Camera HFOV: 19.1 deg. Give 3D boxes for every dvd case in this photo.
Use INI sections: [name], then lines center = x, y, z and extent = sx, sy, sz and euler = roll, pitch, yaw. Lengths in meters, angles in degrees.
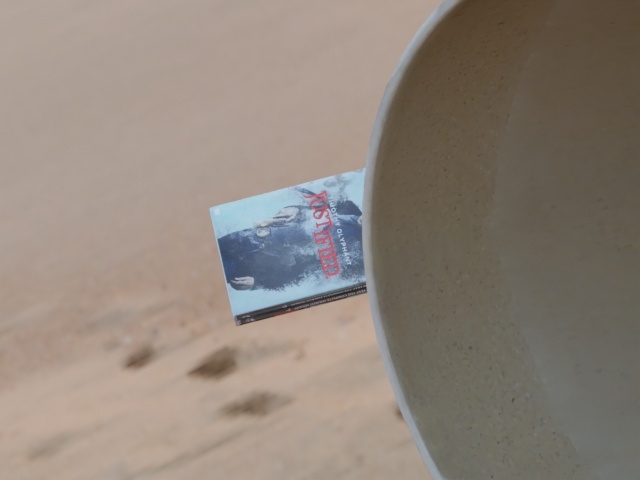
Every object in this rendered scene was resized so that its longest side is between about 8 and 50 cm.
[dvd case]
center = 0.000, 0.000, 1.106
extent = 0.119, 0.013, 0.087
euler = -13, 50, -1

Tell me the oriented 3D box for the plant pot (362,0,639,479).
[plant pot]
center = 0.181, 0.008, 0.684
extent = 0.191, 0.284, 0.284
euler = -24, 13, -37
